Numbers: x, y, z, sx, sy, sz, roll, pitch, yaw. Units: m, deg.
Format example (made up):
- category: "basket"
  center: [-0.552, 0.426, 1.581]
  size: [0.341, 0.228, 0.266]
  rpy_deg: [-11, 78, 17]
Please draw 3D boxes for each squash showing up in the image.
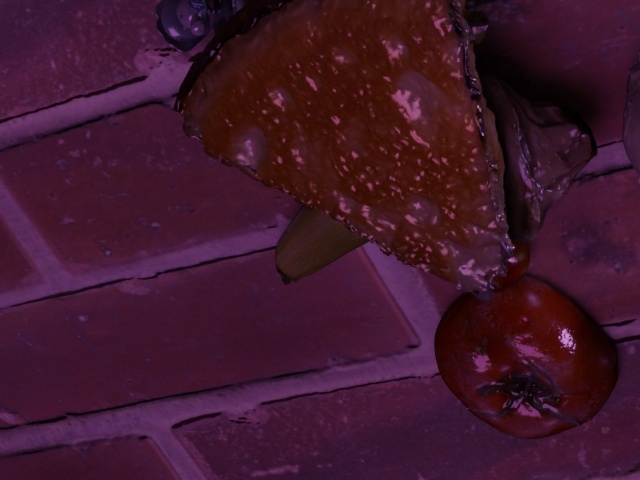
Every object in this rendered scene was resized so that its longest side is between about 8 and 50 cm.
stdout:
- category: "squash"
  center: [0.000, 0.000, 2.301]
  size: [0.094, 0.094, 0.224]
  rpy_deg: [36, 141, -8]

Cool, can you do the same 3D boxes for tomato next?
- category: "tomato"
  center: [0.247, 0.157, 2.309]
  size: [0.236, 0.095, 0.237]
  rpy_deg: [12, 132, 14]
- category: "tomato"
  center: [0.203, 0.024, 2.226]
  size: [0.087, 0.075, 0.087]
  rpy_deg: [13, 137, 13]

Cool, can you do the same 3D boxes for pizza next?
- category: "pizza"
  center: [0.053, -0.170, 2.002]
  size: [0.435, 0.080, 0.392]
  rpy_deg: [28, 136, 11]

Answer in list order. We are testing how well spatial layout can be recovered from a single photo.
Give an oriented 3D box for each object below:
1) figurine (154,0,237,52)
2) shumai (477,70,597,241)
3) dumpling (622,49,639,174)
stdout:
- category: "figurine"
  center: [-0.137, -0.263, 2.129]
  size: [0.082, 0.094, 0.086]
  rpy_deg: [-1, 174, -24]
- category: "shumai"
  center: [0.232, -0.106, 2.076]
  size: [0.120, 0.201, 0.201]
  rpy_deg: [-19, 130, -14]
- category: "dumpling"
  center: [0.405, -0.095, 1.972]
  size: [0.142, 0.172, 0.247]
  rpy_deg: [-33, 121, 8]
